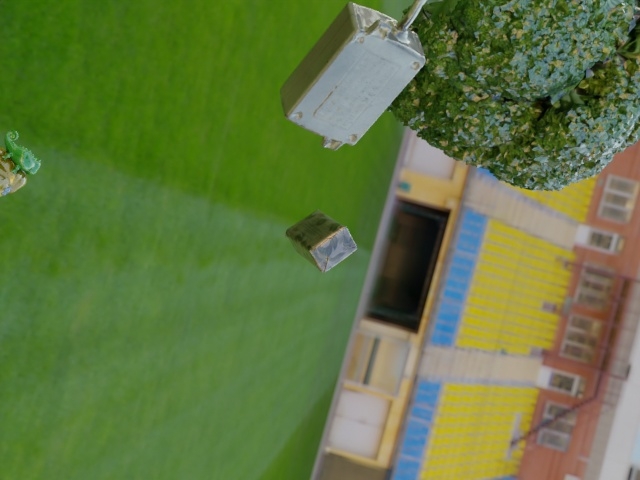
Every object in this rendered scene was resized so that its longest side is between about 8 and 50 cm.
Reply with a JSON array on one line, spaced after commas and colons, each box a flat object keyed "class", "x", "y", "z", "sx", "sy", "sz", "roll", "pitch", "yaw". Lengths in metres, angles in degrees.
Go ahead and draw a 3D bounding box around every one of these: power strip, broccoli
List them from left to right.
[{"class": "power strip", "x": 0.038, "y": -0.149, "z": 0.907, "sx": 0.175, "sy": 0.075, "sz": 0.042, "roll": -47, "pitch": -142, "yaw": 34}, {"class": "broccoli", "x": 0.232, "y": -0.210, "z": 1.233, "sx": 0.413, "sy": 0.310, "sz": 0.321, "roll": -22, "pitch": 161, "yaw": -47}]

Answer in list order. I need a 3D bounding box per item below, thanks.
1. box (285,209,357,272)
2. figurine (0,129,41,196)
[{"class": "box", "x": 0.000, "y": 0.000, "z": 1.482, "sx": 0.062, "sy": 0.045, "sz": 0.098, "roll": -36, "pitch": -155, "yaw": -12}, {"class": "figurine", "x": -0.453, "y": -0.095, "z": 1.455, "sx": 0.115, "sy": 0.156, "sz": 0.095, "roll": 57, "pitch": 13, "yaw": -24}]
